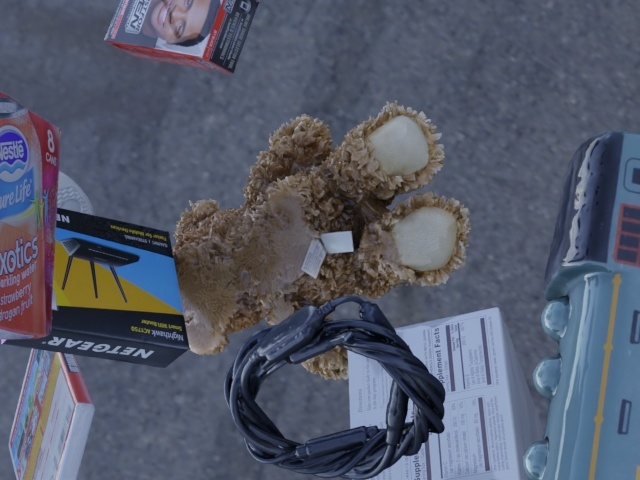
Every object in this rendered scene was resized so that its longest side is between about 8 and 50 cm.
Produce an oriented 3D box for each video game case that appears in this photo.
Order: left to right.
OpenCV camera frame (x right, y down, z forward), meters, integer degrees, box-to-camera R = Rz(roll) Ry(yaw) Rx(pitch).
[{"bbox_3d":[-0.333,0.230,1.796,0.285,0.025,0.204,-131,55,-62],"label":"video game case"}]

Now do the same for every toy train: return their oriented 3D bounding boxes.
[{"bbox_3d":[0.219,0.089,0.865,0.190,0.142,0.334,11,72,2],"label":"toy train"}]

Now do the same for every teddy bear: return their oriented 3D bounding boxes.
[{"bbox_3d":[0.000,0.000,1.401,0.338,0.113,0.245,-44,74,31],"label":"teddy bear"}]

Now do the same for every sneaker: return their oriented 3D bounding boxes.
[{"bbox_3d":[-0.395,-0.011,2.208,0.094,0.256,0.151,-37,38,-22],"label":"sneaker"}]

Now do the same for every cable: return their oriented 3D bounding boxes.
[{"bbox_3d":[0.009,0.121,1.127,0.184,0.150,0.047,-38,18,35],"label":"cable"}]

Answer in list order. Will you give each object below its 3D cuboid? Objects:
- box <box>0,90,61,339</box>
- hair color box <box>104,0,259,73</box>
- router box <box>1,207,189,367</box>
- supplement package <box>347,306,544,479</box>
[{"bbox_3d":[-0.324,-0.016,0.886,0.299,0.154,0.142,0,81,12],"label":"box"},{"bbox_3d":[-0.125,-0.194,1.301,0.141,0.043,0.072,15,83,43],"label":"hair color box"},{"bbox_3d":[-0.214,0.041,1.358,0.046,0.178,0.133,-39,53,38],"label":"router box"},{"bbox_3d":[0.119,0.231,1.271,0.145,0.204,0.262,-12,47,13],"label":"supplement package"}]
